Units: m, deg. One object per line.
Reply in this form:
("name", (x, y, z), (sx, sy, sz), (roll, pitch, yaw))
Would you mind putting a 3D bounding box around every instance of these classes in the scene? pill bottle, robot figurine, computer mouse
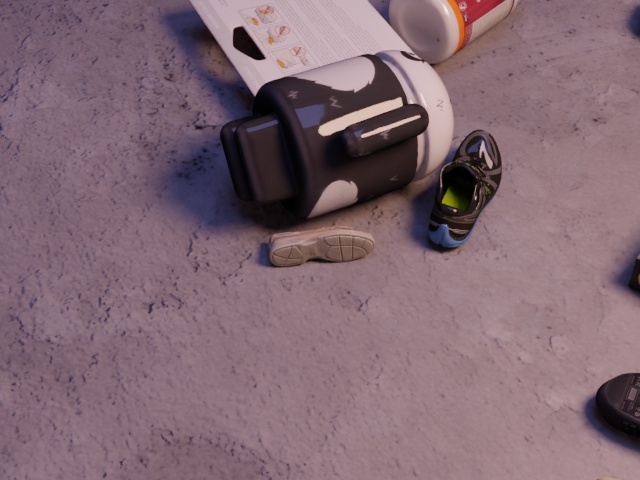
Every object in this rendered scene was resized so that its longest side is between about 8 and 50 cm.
("pill bottle", (0.210, -0.354, 1.466), (0.121, 0.121, 0.221), (36, 56, 26))
("robot figurine", (0.025, -0.131, 1.219), (0.278, 0.173, 0.209), (-19, 51, -18))
("computer mouse", (0.397, 0.197, 1.021), (0.242, 0.041, 0.071), (20, 49, 23))

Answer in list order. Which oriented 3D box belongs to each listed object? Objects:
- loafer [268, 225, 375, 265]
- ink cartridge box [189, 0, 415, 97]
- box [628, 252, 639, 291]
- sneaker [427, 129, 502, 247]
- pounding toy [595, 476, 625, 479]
("loafer", (0.000, 0.000, 1.190), (0.125, 0.045, 0.039), (-7, 42, -6))
("ink cartridge box", (-0.026, -0.275, 1.424), (0.239, 0.060, 0.275), (-20, 53, -18))
("box", (0.524, 0.002, 1.178), (0.216, 0.060, 0.270), (31, 61, 26))
("sneaker", (0.182, -0.073, 1.240), (0.067, 0.078, 0.188), (18, 49, 13))
("pounding toy", (0.375, 0.290, 0.873), (0.269, 0.154, 0.155), (5, 48, 2))
